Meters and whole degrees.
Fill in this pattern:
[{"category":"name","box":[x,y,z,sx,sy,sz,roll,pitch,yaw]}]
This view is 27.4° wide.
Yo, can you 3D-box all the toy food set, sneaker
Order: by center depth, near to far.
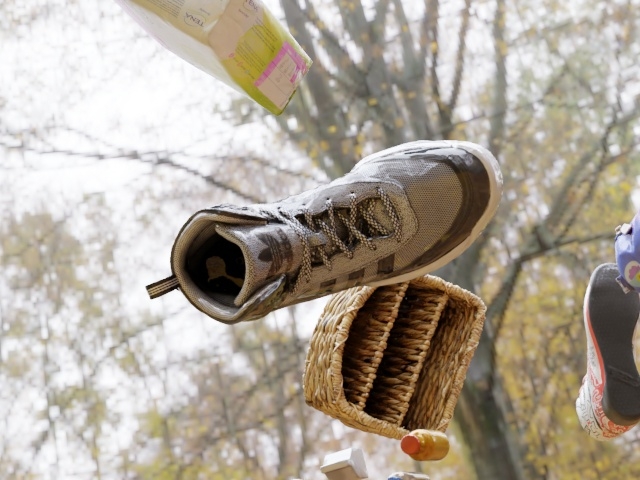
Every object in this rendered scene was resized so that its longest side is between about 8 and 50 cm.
[{"category":"sneaker","box":[0.000,0.000,0.975,0.268,0.101,0.153,-20,-2,21]},{"category":"toy food set","box":[0.050,0.315,1.663,0.232,0.111,0.104,-19,-17,20]},{"category":"sneaker","box":[0.449,0.182,2.081,0.090,0.270,0.145,3,-28,-8]}]

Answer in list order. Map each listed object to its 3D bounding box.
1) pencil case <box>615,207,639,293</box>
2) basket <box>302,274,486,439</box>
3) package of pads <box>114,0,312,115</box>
[{"category":"pencil case","box":[0.487,-0.049,1.714,0.133,0.119,0.306,28,-40,7]},{"category":"basket","box":[0.126,0.196,2.376,0.213,0.299,0.223,32,-16,-35]},{"category":"package of pads","box":[-0.152,-0.289,1.743,0.101,0.229,0.296,-57,-22,-2]}]
